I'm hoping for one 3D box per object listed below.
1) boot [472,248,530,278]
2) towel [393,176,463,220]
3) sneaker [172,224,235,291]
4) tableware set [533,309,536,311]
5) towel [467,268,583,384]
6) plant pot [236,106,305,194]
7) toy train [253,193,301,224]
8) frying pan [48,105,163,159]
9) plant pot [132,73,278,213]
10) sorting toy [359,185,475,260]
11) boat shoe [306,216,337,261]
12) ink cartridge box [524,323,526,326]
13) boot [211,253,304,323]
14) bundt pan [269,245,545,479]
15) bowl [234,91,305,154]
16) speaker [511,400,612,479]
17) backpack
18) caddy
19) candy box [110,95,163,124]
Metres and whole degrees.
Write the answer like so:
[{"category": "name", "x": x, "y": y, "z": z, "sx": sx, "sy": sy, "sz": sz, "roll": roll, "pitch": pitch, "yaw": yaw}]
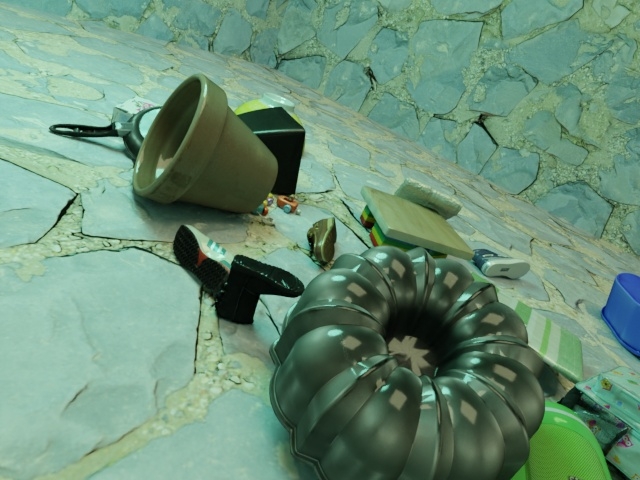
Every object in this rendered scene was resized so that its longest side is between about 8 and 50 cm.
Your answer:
[{"category": "boot", "x": 0.537, "y": 0.062, "z": 1.271, "sx": 0.190, "sy": 0.069, "sz": 0.086, "roll": 7, "pitch": 33, "yaw": -30}, {"category": "towel", "x": 0.328, "y": -0.123, "z": 1.357, "sx": 0.187, "sy": 0.049, "sz": 0.282, "roll": 26, "pitch": -3, "yaw": 4}, {"category": "sneaker", "x": -0.184, "y": 0.032, "z": 0.720, "sx": 0.161, "sy": 0.057, "sz": 0.075, "roll": 38, "pitch": 11, "yaw": 30}, {"category": "tableware set", "x": 0.519, "y": 0.215, "z": 1.015, "sx": 0.141, "sy": 0.020, "sz": 0.169, "roll": 8, "pitch": 30, "yaw": -31}, {"category": "towel", "x": 0.403, "y": 0.165, "z": 0.930, "sx": 0.325, "sy": 0.038, "sz": 0.248, "roll": 35, "pitch": 22, "yaw": 23}, {"category": "plant pot", "x": -0.162, "y": -0.241, "z": 1.129, "sx": 0.167, "sy": 0.188, "sz": 0.187, "roll": -5, "pitch": 36, "yaw": -27}, {"category": "toy train", "x": -0.115, "y": -0.095, "z": 1.026, "sx": 0.125, "sy": 0.046, "sz": 0.166, "roll": 28, "pitch": 25, "yaw": 8}, {"category": "frying pan", "x": -0.424, "y": -0.272, "z": 1.004, "sx": 0.326, "sy": 0.053, "sz": 0.197, "roll": 22, "pitch": 55, "yaw": -12}, {"category": "plant pot", "x": -0.217, "y": -0.165, "z": 0.880, "sx": 0.229, "sy": 0.263, "sz": 0.263, "roll": 28, "pitch": 18, "yaw": -37}, {"category": "sorting toy", "x": 0.239, "y": -0.025, "z": 1.155, "sx": 0.255, "sy": 0.089, "sz": 0.257, "roll": 16, "pitch": 26, "yaw": -19}, {"category": "boat shoe", "x": 0.000, "y": -0.001, "z": 0.939, "sx": 0.060, "sy": 0.064, "sz": 0.178, "roll": -5, "pitch": 22, "yaw": 9}, {"category": "ink cartridge box", "x": 0.292, "y": 0.162, "z": 0.776, "sx": 0.181, "sy": 0.062, "sz": 0.104, "roll": -26, "pitch": 51, "yaw": -26}, {"category": "boot", "x": -0.095, "y": 0.083, "z": 0.630, "sx": 0.121, "sy": 0.099, "sz": 0.045, "roll": 23, "pitch": 24, "yaw": -6}, {"category": "bundt pan", "x": 0.107, "y": 0.132, "z": 0.499, "sx": 0.330, "sy": 0.124, "sz": 0.331, "roll": 7, "pitch": 46, "yaw": -7}, {"category": "bowl", "x": -0.169, "y": -0.423, "z": 1.497, "sx": 0.289, "sy": 0.156, "sz": 0.289, "roll": 20, "pitch": 25, "yaw": -9}, {"category": "speaker", "x": 0.264, "y": 0.313, "z": 0.469, "sx": 0.131, "sy": 0.131, "sz": 0.296, "roll": 29, "pitch": 25, "yaw": 10}, {"category": "backpack", "x": 0.512, "y": 0.304, "z": 0.690, "sx": 0.166, "sy": 0.144, "sz": 0.188, "roll": 8, "pitch": 31, "yaw": -41}, {"category": "caddy", "x": 0.956, "y": 0.231, "z": 1.198, "sx": 0.241, "sy": 0.179, "sz": 0.341, "roll": 4, "pitch": 21, "yaw": 14}, {"category": "candy box", "x": -0.425, "y": -0.303, "z": 1.129, "sx": 0.196, "sy": 0.070, "sz": 0.165, "roll": 19, "pitch": 26, "yaw": -12}]
